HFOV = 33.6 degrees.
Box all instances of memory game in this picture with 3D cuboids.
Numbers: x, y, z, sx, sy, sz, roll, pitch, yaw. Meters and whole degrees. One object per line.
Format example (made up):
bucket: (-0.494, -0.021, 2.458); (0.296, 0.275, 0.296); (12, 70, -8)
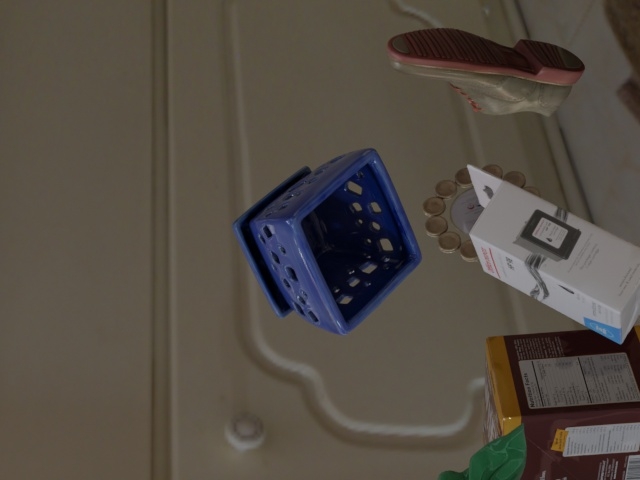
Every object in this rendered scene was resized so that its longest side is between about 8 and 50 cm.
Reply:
memory game: (0.247, -0.043, 1.619); (0.186, 0.186, 0.012); (-11, 141, 6)

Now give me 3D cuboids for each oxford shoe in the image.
oxford shoe: (0.264, -0.262, 1.751); (0.348, 0.123, 0.130); (6, 129, -17)

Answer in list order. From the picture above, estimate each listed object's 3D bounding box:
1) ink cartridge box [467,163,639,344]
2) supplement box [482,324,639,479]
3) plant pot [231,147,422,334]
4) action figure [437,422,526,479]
ink cartridge box: (0.196, 0.012, 0.929); (0.180, 0.060, 0.104); (29, 170, 24)
supplement box: (0.297, 0.217, 1.250); (0.194, 0.129, 0.191); (-4, 129, 2)
plant pot: (0.000, 0.000, 1.826); (0.212, 0.236, 0.236); (0, 123, 49)
action figure: (0.143, 0.284, 0.919); (0.063, 0.232, 0.137); (28, 126, -10)
